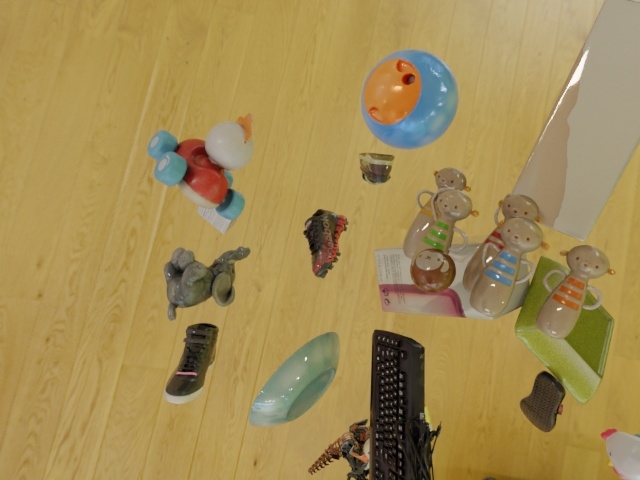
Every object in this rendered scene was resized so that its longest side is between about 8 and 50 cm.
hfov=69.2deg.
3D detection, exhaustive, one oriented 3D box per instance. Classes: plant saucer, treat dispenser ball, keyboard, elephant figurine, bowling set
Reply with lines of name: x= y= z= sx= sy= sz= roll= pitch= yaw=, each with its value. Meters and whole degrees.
plant saucer: x=-0.026 y=0.231 z=0.733 sx=0.195 sy=0.195 sz=0.037 roll=-46 pitch=62 yaw=-9
treat dispenser ball: x=0.265 y=-0.418 z=1.389 sx=0.288 sy=0.288 sz=0.288 roll=1 pitch=85 yaw=-8
plant saucer: x=0.427 y=0.143 z=0.784 sx=0.188 sy=0.045 sz=0.188 roll=45 pitch=55 yaw=-9
keyboard: x=0.069 y=0.186 z=0.440 sx=0.038 sy=0.100 sz=0.192 roll=2 pitch=87 yaw=-33
elephant figurine: x=-0.309 y=0.114 z=1.323 sx=0.186 sy=0.239 sz=0.169 roll=-49 pitch=53 yaw=20
bowling set: x=0.211 y=0.004 z=0.593 sx=0.287 sy=0.200 sz=0.154 roll=30 pitch=104 yaw=30

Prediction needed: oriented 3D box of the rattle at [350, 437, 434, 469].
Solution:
rattle: x=0.139 y=0.479 z=0.991 sx=0.200 sy=0.143 sz=0.130 roll=-28 pitch=112 yaw=22

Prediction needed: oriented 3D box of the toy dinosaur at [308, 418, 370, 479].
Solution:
toy dinosaur: x=0.125 y=0.732 z=1.586 sx=0.322 sy=0.218 sz=0.164 roll=-37 pitch=126 yaw=6

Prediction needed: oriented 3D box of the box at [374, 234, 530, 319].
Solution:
box: x=0.237 y=0.062 z=0.849 sx=0.149 sy=0.232 sz=0.127 roll=-10 pitch=94 yaw=-41

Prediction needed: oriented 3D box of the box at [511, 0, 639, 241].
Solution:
box: x=0.400 y=-0.166 z=0.687 sx=0.121 sy=0.148 sz=0.311 roll=26 pitch=104 yaw=20

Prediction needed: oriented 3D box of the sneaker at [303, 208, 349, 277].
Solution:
sneaker: x=0.000 y=0.000 z=1.459 sx=0.135 sy=0.097 sz=0.276 roll=30 pitch=44 yaw=-13

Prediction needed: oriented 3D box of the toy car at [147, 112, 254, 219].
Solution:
toy car: x=-0.240 y=-0.212 z=1.100 sx=0.238 sy=0.210 sz=0.219 roll=-45 pitch=135 yaw=12

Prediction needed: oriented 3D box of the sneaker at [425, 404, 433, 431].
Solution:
sneaker: x=0.267 y=0.510 z=1.404 sx=0.081 sy=0.208 sz=0.094 roll=-3 pitch=87 yaw=-26

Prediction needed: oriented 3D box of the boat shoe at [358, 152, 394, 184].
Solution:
boat shoe: x=0.129 y=-0.171 z=1.118 sx=0.080 sy=0.223 sz=0.073 roll=9 pitch=98 yaw=-3

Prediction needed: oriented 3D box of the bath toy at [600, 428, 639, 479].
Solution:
bath toy: x=0.752 y=0.505 z=1.093 sx=0.348 sy=0.129 sz=0.151 roll=24 pitch=96 yaw=-44

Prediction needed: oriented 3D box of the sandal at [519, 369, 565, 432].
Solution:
sandal: x=0.393 y=0.277 z=0.803 sx=0.040 sy=0.179 sz=0.067 roll=-29 pitch=50 yaw=-18

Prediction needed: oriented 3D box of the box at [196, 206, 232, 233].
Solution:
box: x=-0.374 y=-0.116 z=1.724 sx=0.137 sy=0.126 sz=0.072 roll=39 pitch=46 yaw=0

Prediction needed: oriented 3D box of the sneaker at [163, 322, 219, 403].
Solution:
sneaker: x=-0.352 y=0.319 z=1.269 sx=0.104 sy=0.296 sz=0.147 roll=6 pitch=102 yaw=1
